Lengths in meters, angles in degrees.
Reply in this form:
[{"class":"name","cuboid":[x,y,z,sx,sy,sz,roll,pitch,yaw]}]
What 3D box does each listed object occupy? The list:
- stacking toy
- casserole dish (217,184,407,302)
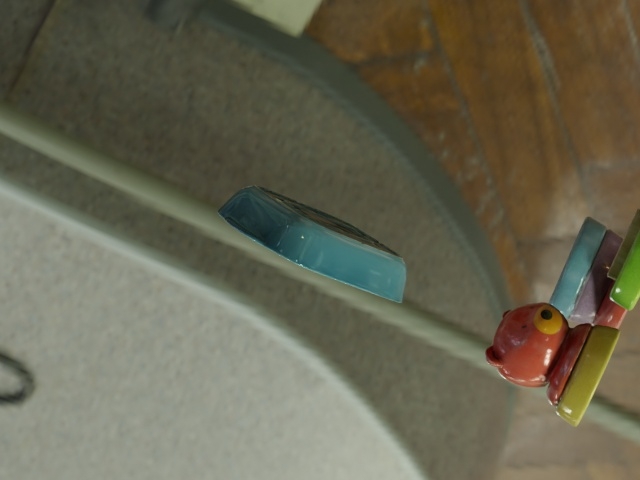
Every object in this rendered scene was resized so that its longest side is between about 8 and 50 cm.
[{"class":"stacking toy","cuboid":[0.309,0.025,2.037,0.130,0.309,0.279,24,123,8]},{"class":"casserole dish","cuboid":[0.000,0.000,1.443,0.114,0.037,0.188,34,-172,42]}]
